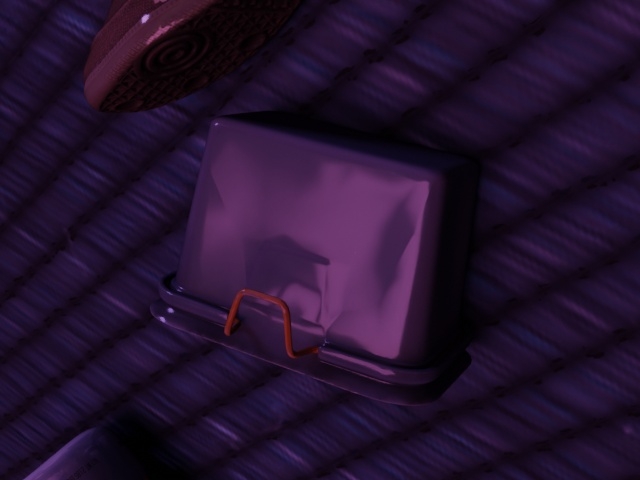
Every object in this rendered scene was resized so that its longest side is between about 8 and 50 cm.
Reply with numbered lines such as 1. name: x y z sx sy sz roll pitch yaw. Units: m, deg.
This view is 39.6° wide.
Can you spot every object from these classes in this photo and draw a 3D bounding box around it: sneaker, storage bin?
1. sneaker: -0.041 -0.127 0.369 0.188 0.066 0.071 -35 75 30
2. storage bin: 0.000 0.000 0.378 0.135 0.098 0.091 16 107 23

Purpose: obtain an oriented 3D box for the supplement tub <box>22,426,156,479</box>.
1. supplement tub: -0.108 0.212 0.507 0.190 0.117 0.117 47 125 3
